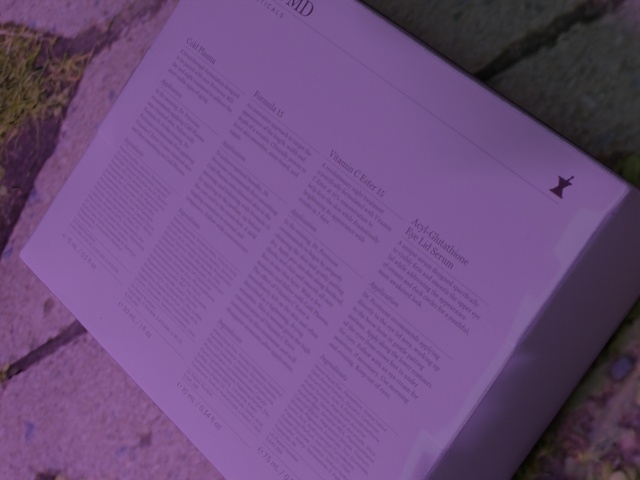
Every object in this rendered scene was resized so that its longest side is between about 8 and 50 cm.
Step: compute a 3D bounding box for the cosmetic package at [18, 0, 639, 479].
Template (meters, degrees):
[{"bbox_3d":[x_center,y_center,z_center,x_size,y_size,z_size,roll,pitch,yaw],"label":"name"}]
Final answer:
[{"bbox_3d":[0.000,0.000,0.963,0.377,0.097,0.284,41,103,37],"label":"cosmetic package"}]
